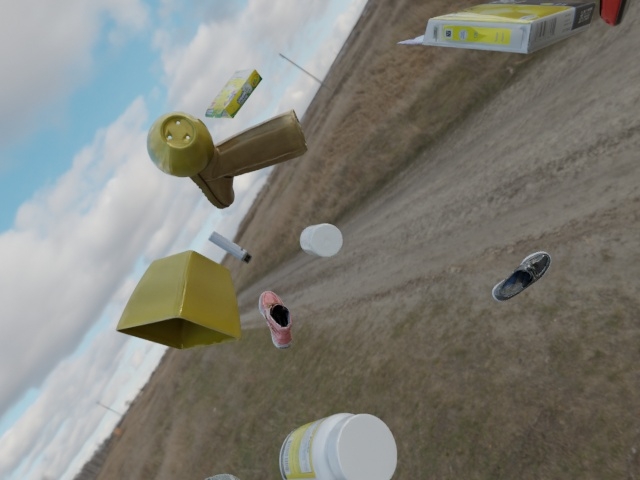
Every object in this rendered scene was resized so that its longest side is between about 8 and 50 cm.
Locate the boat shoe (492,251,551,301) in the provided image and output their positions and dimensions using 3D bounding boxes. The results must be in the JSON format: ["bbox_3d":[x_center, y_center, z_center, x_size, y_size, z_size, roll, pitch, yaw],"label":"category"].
[{"bbox_3d":[0.651,0.113,1.382,0.228,0.080,0.076,-34,-12,-1],"label":"boat shoe"}]

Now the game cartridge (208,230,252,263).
[{"bbox_3d":[-0.118,0.009,0.563,0.017,0.056,0.083,-55,-2,-8],"label":"game cartridge"}]

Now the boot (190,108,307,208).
[{"bbox_3d":[-0.155,-0.177,1.013,0.270,0.089,0.236,-19,-19,5],"label":"boot"}]

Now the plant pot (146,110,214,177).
[{"bbox_3d":[-0.277,-0.200,0.854,0.134,0.134,0.095,-61,12,-11],"label":"plant pot"}]

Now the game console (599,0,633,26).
[{"bbox_3d":[0.422,-0.484,0.457,0.342,0.060,0.386,3,-66,-57],"label":"game console"}]

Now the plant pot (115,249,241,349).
[{"bbox_3d":[-0.332,0.145,1.071,0.212,0.212,0.187,-15,58,27],"label":"plant pot"}]

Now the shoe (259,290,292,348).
[{"bbox_3d":[-0.108,0.173,1.063,0.178,0.064,0.081,-117,26,-44],"label":"shoe"}]

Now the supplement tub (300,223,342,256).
[{"bbox_3d":[0.000,0.000,0.919,0.071,0.071,0.107,-60,14,-8],"label":"supplement tub"}]

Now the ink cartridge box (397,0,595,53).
[{"bbox_3d":[0.384,-0.485,0.957,0.304,0.307,0.072,-32,-46,-32],"label":"ink cartridge box"}]

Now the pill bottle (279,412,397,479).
[{"bbox_3d":[0.023,0.343,0.685,0.208,0.119,0.119,-47,15,52],"label":"pill bottle"}]

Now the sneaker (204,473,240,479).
[{"bbox_3d":[-0.253,0.640,0.938,0.297,0.129,0.111,-57,36,1],"label":"sneaker"}]

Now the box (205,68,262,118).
[{"bbox_3d":[-0.255,-0.418,1.256,0.105,0.043,0.179,20,70,45],"label":"box"}]
